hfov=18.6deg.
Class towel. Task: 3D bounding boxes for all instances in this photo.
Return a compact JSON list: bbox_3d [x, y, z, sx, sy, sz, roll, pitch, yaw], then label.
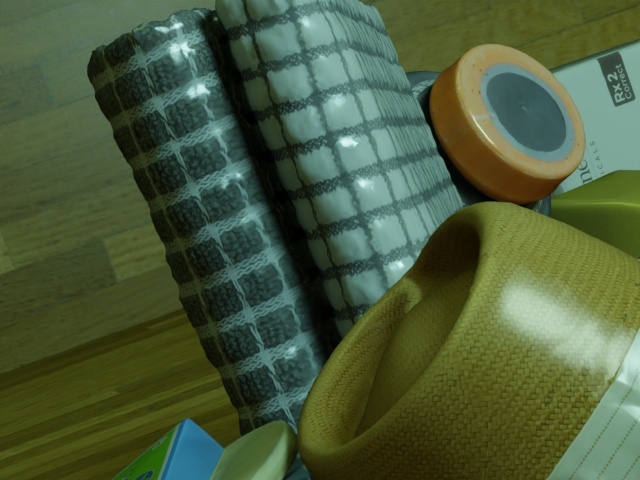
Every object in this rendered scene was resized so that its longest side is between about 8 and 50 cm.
[{"bbox_3d":[0.000,0.000,0.893,0.121,0.235,0.284,-23,2,8],"label":"towel"}]

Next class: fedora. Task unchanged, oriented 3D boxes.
[{"bbox_3d":[0.049,0.044,0.549,0.194,0.079,0.194,-50,6,7],"label":"fedora"}]

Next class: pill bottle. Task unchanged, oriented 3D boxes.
[{"bbox_3d":[0.043,-0.010,1.120,0.130,0.130,0.246,-22,-15,-46],"label":"pill bottle"}]

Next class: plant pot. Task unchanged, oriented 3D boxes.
[{"bbox_3d":[0.190,0.004,1.120,0.083,0.081,0.081,-4,13,46],"label":"plant pot"}]

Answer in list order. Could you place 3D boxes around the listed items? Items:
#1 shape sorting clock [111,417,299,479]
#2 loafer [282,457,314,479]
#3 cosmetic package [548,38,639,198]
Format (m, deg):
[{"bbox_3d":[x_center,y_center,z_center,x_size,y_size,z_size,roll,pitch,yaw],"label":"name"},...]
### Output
[{"bbox_3d":[-0.084,0.125,0.575,0.206,0.040,0.206,-41,6,6],"label":"shape sorting clock"},{"bbox_3d":[0.012,0.097,0.710,0.170,0.062,0.061,-19,-2,-22],"label":"loafer"},{"bbox_3d":[0.215,-0.065,1.488,0.184,0.151,0.151,-21,4,-24],"label":"cosmetic package"}]
